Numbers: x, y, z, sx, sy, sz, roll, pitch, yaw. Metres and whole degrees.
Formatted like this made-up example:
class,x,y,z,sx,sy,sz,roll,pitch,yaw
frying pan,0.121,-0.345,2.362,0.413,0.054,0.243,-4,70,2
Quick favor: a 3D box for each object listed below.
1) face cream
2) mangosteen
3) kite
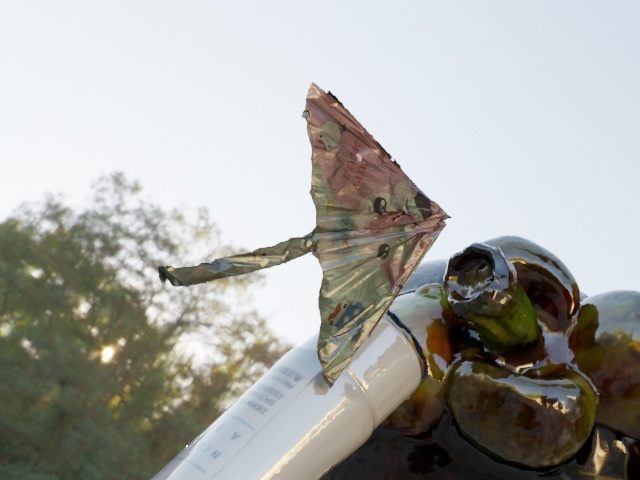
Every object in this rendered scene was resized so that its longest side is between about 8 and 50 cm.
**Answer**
class,x,y,z,sx,sy,sz,roll,pitch,yaw
face cream,-0.050,0.117,0.393,0.058,0.243,0.092,58,-29,-9
mangosteen,0.140,0.148,0.710,0.330,0.330,0.330,22,-33,15
kite,0.000,0.000,0.380,0.011,0.156,0.139,9,-71,55
